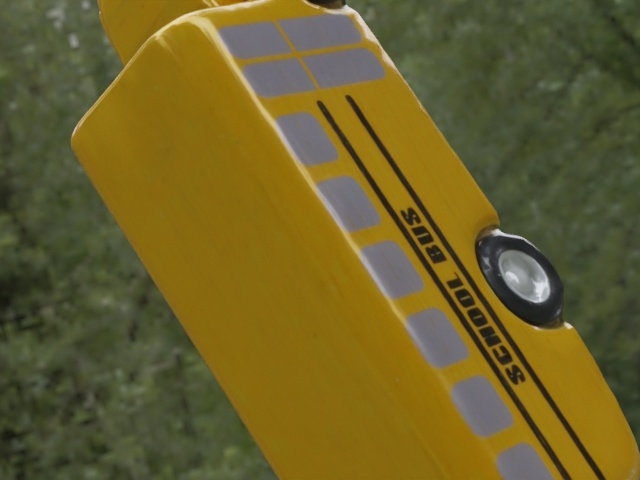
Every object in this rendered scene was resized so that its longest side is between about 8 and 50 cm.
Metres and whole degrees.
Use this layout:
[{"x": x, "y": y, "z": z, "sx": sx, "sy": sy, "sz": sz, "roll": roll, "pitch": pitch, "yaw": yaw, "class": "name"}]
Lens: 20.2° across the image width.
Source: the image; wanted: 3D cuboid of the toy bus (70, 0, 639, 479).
[{"x": 0.000, "y": 0.000, "z": 0.799, "sx": 0.130, "sy": 0.332, "sz": 0.108, "roll": -18, "pitch": -20, "yaw": -49, "class": "toy bus"}]
